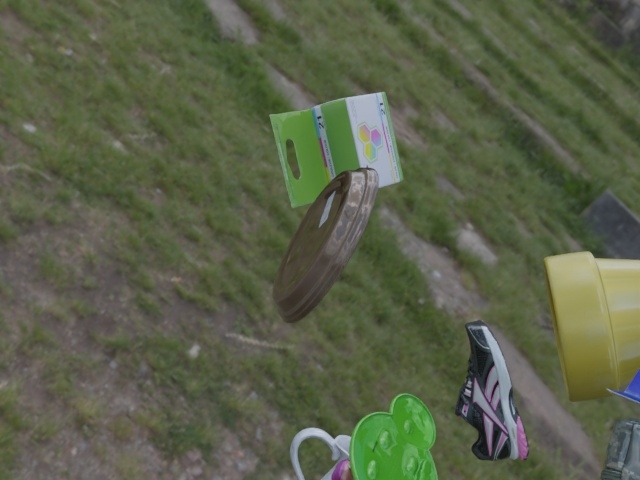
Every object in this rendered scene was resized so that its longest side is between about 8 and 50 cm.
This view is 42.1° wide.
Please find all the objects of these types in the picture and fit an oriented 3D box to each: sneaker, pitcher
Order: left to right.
[{"bbox_3d":[0.019,0.396,1.286,0.178,0.207,0.125,18,13,-3],"label":"pitcher"},{"bbox_3d":[0.199,0.189,1.021,0.072,0.077,0.178,27,48,-80],"label":"sneaker"}]

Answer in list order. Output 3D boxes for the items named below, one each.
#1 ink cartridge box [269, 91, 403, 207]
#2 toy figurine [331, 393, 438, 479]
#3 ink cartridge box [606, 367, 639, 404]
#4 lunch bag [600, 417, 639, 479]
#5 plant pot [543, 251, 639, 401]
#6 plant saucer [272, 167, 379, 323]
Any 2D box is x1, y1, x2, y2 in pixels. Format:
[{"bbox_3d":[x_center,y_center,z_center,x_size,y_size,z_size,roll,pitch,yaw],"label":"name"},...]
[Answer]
[{"bbox_3d":[0.037,-0.176,1.609,0.255,0.097,0.189,-20,99,-50],"label":"ink cartridge box"},{"bbox_3d":[0.042,0.274,0.973,0.130,0.159,0.173,44,39,-10],"label":"toy figurine"},{"bbox_3d":[0.507,0.213,1.021,0.333,0.065,0.165,21,0,-42],"label":"ink cartridge box"},{"bbox_3d":[0.549,0.426,1.214,0.305,0.256,0.212,10,-24,28],"label":"lunch bag"},{"bbox_3d":[0.522,0.135,1.421,0.254,0.239,0.254,-10,90,-76],"label":"plant pot"},{"bbox_3d":[0.000,0.000,1.300,0.041,0.278,0.278,30,21,-13],"label":"plant saucer"}]
